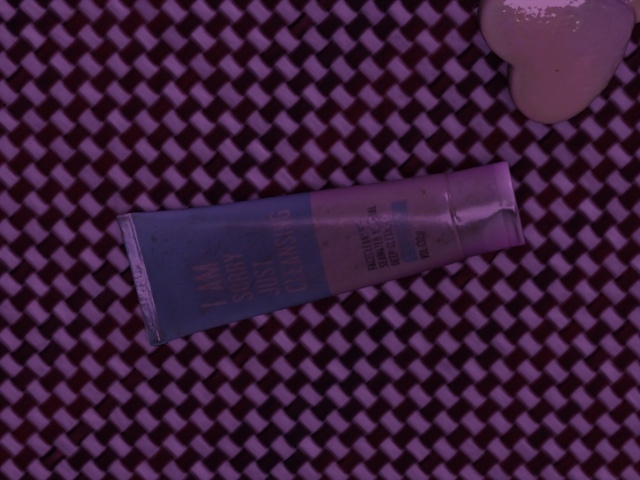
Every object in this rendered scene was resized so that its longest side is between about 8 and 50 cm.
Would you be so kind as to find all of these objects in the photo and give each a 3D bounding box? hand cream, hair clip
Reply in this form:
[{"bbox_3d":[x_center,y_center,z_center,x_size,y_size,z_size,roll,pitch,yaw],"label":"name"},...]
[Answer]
[{"bbox_3d":[0.000,0.000,1.472,0.312,0.070,0.111,-13,103,6],"label":"hand cream"},{"bbox_3d":[0.204,-0.194,1.442,0.159,0.071,0.218,10,104,-5],"label":"hair clip"}]
